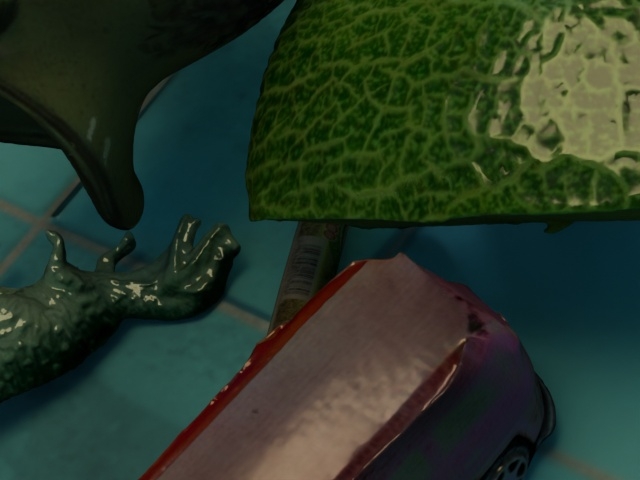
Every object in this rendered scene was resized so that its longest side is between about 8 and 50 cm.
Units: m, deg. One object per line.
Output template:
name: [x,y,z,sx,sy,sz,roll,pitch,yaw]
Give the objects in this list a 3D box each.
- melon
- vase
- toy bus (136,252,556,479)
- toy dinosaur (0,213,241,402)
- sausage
melon: [0.163,-0.099,1.045,0.343,0.226,0.331,-5,34,43]
vase: [-0.149,-0.189,1.057,0.241,0.329,0.302,31,93,23]
toy bus: [-0.006,0.142,0.965,0.127,0.147,0.302,32,70,32]
toy dinosaur: [-0.239,0.059,1.163,0.383,0.076,0.129,-27,54,-6]
sausage: [0.000,0.000,1.151,0.033,0.033,0.269,-1,52,22]
